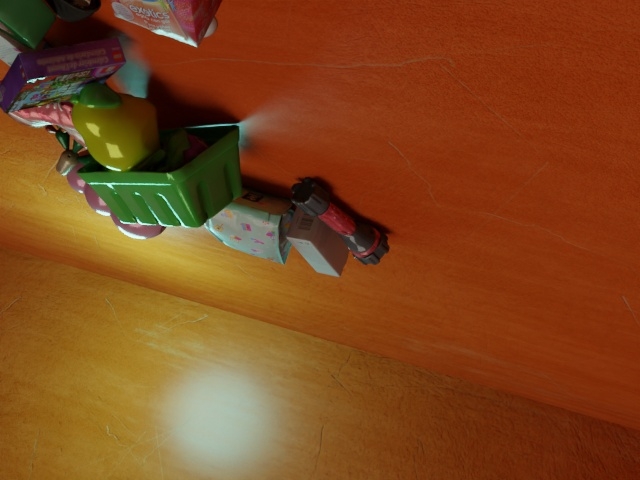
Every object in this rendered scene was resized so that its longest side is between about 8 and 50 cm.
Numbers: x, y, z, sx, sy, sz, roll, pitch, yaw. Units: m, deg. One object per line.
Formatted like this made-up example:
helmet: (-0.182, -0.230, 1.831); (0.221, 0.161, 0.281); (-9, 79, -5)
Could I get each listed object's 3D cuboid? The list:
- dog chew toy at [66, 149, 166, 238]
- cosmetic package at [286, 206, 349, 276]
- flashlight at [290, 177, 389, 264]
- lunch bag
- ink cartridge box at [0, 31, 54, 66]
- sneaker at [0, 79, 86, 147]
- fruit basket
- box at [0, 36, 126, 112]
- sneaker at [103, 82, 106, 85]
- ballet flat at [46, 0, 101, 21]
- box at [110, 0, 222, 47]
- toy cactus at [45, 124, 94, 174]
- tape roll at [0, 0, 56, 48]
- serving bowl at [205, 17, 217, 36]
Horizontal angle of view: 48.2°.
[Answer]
dog chew toy: (-0.580, -0.147, 2.063); (0.331, 0.207, 0.206); (30, 159, -4)
cosmetic package: (0.000, 0.000, 1.988); (0.085, 0.117, 0.231); (10, 157, 27)
flashlight: (0.055, -0.046, 1.843); (0.103, 0.103, 0.304); (-26, 135, 28)
lunch bag: (-0.188, -0.056, 1.964); (0.223, 0.160, 0.262); (18, 166, 10)
ink cartridge box: (-0.687, -0.444, 1.572); (0.104, 0.062, 0.181); (3, 154, 39)
sneaker: (-0.642, -0.337, 1.779); (0.313, 0.116, 0.136); (21, 151, -23)
fruit basket: (-0.398, -0.219, 1.643); (0.392, 0.283, 0.392); (22, 133, 25)
box: (-0.552, -0.344, 1.508); (0.293, 0.200, 0.057); (-7, 102, 58)
sneaker: (-0.522, -0.356, 1.686); (0.036, 0.032, 0.083); (13, 158, 19)
ballet flat: (-0.476, -0.484, 1.240); (0.096, 0.095, 0.280); (3, 165, 18)
box: (-0.162, -0.395, 0.901); (0.122, 0.257, 0.128); (21, 160, 3)
toy cactus: (-0.661, -0.245, 1.939); (0.219, 0.112, 0.180); (36, 117, -15)
tape roll: (-0.631, -0.472, 1.272); (0.321, 0.077, 0.321); (33, 176, 2)
serving bowl: (-0.231, -0.397, 1.303); (0.083, 0.027, 0.083); (18, 161, 7)
